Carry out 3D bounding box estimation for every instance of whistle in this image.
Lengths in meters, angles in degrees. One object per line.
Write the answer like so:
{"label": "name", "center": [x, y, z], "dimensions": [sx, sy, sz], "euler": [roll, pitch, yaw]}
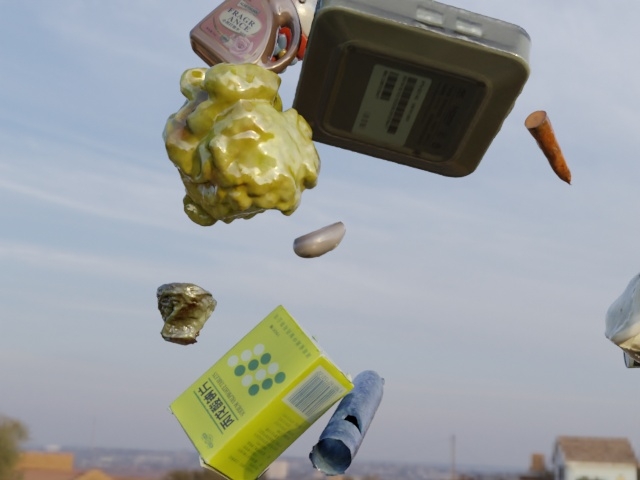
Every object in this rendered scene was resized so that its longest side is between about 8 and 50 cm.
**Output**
{"label": "whistle", "center": [0.047, 0.271, 1.505], "dimensions": [0.062, 0.062, 0.304], "euler": [-1, 11, 13]}

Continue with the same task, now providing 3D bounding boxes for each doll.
{"label": "doll", "center": [-0.060, -0.441, 2.014], "dimensions": [0.290, 0.161, 0.130], "euler": [-32, 25, -19]}

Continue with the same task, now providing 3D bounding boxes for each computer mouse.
{"label": "computer mouse", "center": [0.001, 0.002, 1.485], "dimensions": [0.066, 0.039, 0.096], "euler": [-19, 3, 40]}

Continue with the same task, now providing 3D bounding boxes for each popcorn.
{"label": "popcorn", "center": [-0.139, -0.144, 1.539], "dimensions": [0.235, 0.241, 0.250], "euler": [0, -11, -39]}

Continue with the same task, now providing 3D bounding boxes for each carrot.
{"label": "carrot", "center": [0.533, -0.206, 2.280], "dimensions": [0.057, 0.057, 0.224], "euler": [-7, -42, 34]}

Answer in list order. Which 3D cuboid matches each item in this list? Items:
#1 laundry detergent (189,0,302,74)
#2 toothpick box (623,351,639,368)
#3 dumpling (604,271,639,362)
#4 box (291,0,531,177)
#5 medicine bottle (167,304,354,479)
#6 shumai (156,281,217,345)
{"label": "laundry detergent", "center": [-0.101, -0.384, 1.787], "dimensions": [0.171, 0.237, 0.076], "euler": [43, -18, 16]}
{"label": "toothpick box", "center": [0.638, 0.223, 1.930], "dimensions": [0.083, 0.052, 0.052], "euler": [-4, -14, 5]}
{"label": "dumpling", "center": [0.570, 0.092, 1.536], "dimensions": [0.318, 0.242, 0.187], "euler": [8, 14, -31]}
{"label": "box", "center": [0.157, -0.287, 1.848], "dimensions": [0.397, 0.111, 0.396], "euler": [15, -30, -2]}
{"label": "medicine bottle", "center": [-0.090, 0.244, 1.533], "dimensions": [0.137, 0.250, 0.141], "euler": [46, -3, 38]}
{"label": "shumai", "center": [-0.233, 0.128, 1.668], "dimensions": [0.099, 0.087, 0.123], "euler": [2, -27, 12]}
